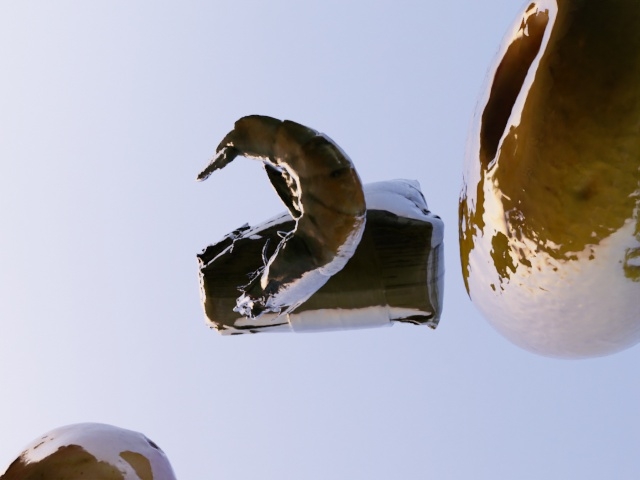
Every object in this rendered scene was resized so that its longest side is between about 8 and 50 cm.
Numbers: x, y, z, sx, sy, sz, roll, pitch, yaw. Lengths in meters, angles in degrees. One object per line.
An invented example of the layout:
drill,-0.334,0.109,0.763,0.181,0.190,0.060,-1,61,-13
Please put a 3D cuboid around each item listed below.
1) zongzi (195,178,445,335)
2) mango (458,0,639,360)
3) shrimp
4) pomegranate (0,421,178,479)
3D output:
zongzi,0.000,0.000,1.184,0.273,0.300,0.145,-5,-66,2
mango,0.197,-0.058,0.724,0.182,0.365,0.253,8,-121,5
shrimp,-0.043,-0.018,0.840,0.150,0.051,0.217,47,-46,9
pomegranate,-0.231,0.285,1.012,0.209,0.209,0.209,-8,-104,32
